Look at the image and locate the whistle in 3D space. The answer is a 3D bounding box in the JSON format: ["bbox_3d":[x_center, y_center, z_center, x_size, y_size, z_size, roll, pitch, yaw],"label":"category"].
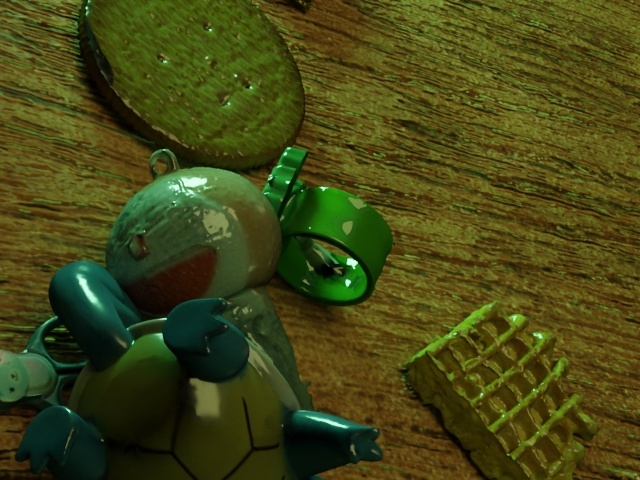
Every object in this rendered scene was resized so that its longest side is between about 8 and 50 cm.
[{"bbox_3d":[-0.106,0.069,1.560,0.189,0.189,0.348,-18,83,-45],"label":"whistle"}]

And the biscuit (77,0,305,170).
[{"bbox_3d":[-0.150,-0.208,1.842,0.305,0.038,0.305,20,49,-25],"label":"biscuit"}]

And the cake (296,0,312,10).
[{"bbox_3d":[-0.011,-0.390,2.071,0.116,0.080,0.185,44,37,3],"label":"cake"}]

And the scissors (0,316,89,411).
[{"bbox_3d":[-0.299,0.132,1.454,0.256,0.030,0.125,-3,63,-42],"label":"scissors"}]

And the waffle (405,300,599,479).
[{"bbox_3d":[0.232,0.183,1.815,0.229,0.057,0.219,51,42,6],"label":"waffle"}]

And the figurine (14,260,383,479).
[{"bbox_3d":[-0.127,0.191,1.409,0.298,0.243,0.416,-39,87,-5],"label":"figurine"}]

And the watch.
[{"bbox_3d":[0.000,0.000,1.700,0.152,0.165,0.131,24,54,4],"label":"watch"}]
